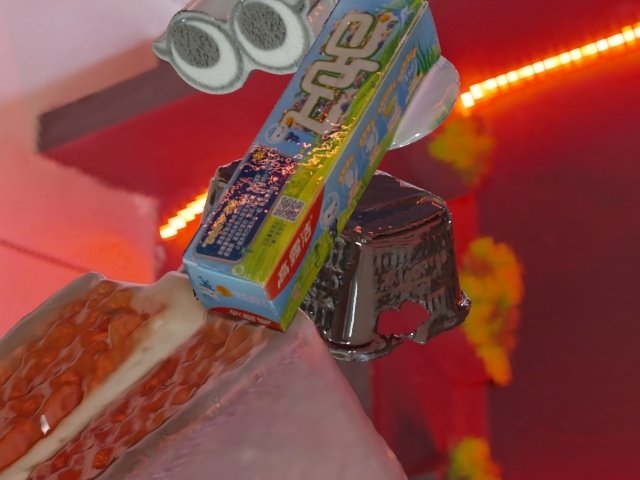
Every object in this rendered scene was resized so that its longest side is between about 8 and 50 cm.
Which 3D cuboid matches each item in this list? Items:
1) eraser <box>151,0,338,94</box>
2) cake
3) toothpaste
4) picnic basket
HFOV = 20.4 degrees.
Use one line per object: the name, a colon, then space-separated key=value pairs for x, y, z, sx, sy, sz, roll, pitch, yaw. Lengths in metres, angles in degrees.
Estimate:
eraser: x=-0.004 y=-0.240 z=1.520 sx=0.087 sy=0.171 sz=0.290 roll=58 pitch=42 yaw=-21
cake: x=-0.110 y=0.187 z=0.950 sx=0.309 sy=0.237 sz=0.230 roll=-41 pitch=124 yaw=-25
toothpaste: x=0.008 y=-0.043 z=0.909 sx=0.193 sy=0.070 sz=0.044 roll=-61 pitch=151 yaw=-27
picnic basket: x=0.000 y=0.000 z=1.832 sx=0.222 sy=0.297 sz=0.129 roll=-20 pitch=122 yaw=-41
